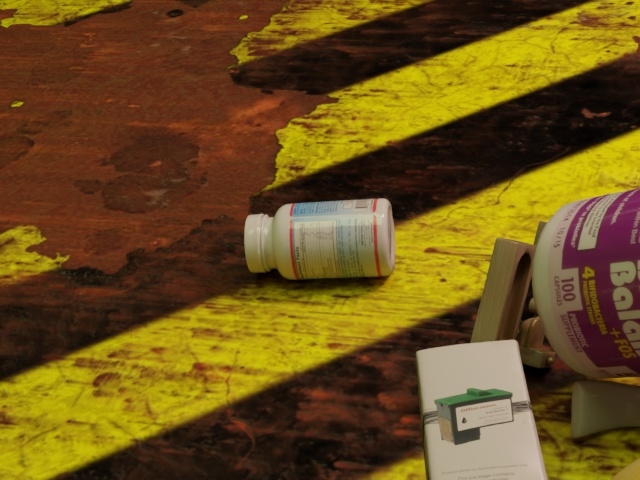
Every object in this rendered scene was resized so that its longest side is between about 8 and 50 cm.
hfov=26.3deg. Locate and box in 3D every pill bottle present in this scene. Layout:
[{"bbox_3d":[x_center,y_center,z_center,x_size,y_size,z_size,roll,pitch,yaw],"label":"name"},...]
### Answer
[{"bbox_3d":[0.345,0.027,1.169,0.302,0.169,0.169,-12,22,46],"label":"pill bottle"},{"bbox_3d":[0.000,0.000,1.525,0.160,0.087,0.087,-3,33,9],"label":"pill bottle"}]

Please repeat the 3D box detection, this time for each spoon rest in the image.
[{"bbox_3d":[0.336,0.173,1.165,0.084,0.137,0.276,-8,16,-32],"label":"spoon rest"}]

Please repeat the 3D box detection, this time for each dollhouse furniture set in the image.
[{"bbox_3d":[0.245,0.058,1.330,0.123,0.144,0.151,15,3,31],"label":"dollhouse furniture set"}]

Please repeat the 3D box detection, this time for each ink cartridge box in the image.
[{"bbox_3d":[0.134,0.208,1.109,0.093,0.160,0.219,-6,32,3],"label":"ink cartridge box"}]

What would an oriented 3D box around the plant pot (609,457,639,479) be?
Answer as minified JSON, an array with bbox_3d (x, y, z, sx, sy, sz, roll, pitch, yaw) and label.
[{"bbox_3d":[0.288,0.241,0.942,0.254,0.253,0.239,0,6,13],"label":"plant pot"}]
